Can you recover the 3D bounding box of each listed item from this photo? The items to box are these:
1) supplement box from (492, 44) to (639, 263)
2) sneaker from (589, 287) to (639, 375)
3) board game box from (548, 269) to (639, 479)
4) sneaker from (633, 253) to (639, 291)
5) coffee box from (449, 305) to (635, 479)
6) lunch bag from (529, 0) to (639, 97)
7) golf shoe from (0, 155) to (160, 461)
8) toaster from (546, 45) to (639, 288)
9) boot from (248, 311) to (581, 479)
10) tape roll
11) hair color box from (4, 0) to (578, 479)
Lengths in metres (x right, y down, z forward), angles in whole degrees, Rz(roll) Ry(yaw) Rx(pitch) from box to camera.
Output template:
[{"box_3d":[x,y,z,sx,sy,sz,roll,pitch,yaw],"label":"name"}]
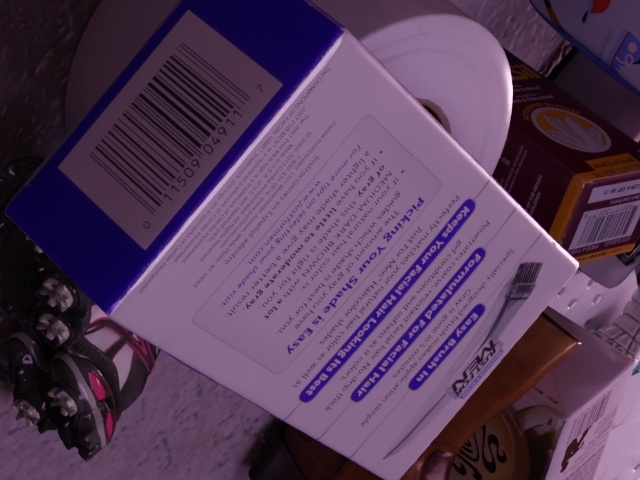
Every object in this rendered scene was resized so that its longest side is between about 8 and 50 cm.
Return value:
[{"box_3d":[0.151,-0.066,1.352,0.104,0.188,0.081,-11,131,-42],"label":"supplement box"},{"box_3d":[0.284,0.111,1.711,0.166,0.065,0.076,-33,147,-18],"label":"sneaker"},{"box_3d":[0.306,0.129,1.852,0.390,0.050,0.390,-18,136,-36],"label":"board game box"},{"box_3d":[0.351,0.007,1.633,0.094,0.235,0.153,-14,135,23],"label":"sneaker"},{"box_3d":[0.152,0.198,1.630,0.119,0.168,0.297,-32,145,-41],"label":"coffee box"},{"box_3d":[0.323,-0.161,1.402,0.303,0.243,0.115,0,125,-47],"label":"lunch bag"},{"box_3d":[-0.162,0.024,1.195,0.120,0.105,0.273,-47,156,-31],"label":"golf shoe"},{"box_3d":[0.228,-0.062,1.516,0.186,0.110,0.168,-49,146,2],"label":"toaster"},{"box_3d":[0.116,0.178,1.491,0.280,0.264,0.096,-48,157,12],"label":"boot"},{"box_3d":[-0.019,-0.080,1.167,0.246,0.169,0.246,-29,142,-27],"label":"tape roll"},{"box_3d":[0.000,0.000,1.021,0.185,0.110,0.339,-50,144,1],"label":"hair color box"}]
